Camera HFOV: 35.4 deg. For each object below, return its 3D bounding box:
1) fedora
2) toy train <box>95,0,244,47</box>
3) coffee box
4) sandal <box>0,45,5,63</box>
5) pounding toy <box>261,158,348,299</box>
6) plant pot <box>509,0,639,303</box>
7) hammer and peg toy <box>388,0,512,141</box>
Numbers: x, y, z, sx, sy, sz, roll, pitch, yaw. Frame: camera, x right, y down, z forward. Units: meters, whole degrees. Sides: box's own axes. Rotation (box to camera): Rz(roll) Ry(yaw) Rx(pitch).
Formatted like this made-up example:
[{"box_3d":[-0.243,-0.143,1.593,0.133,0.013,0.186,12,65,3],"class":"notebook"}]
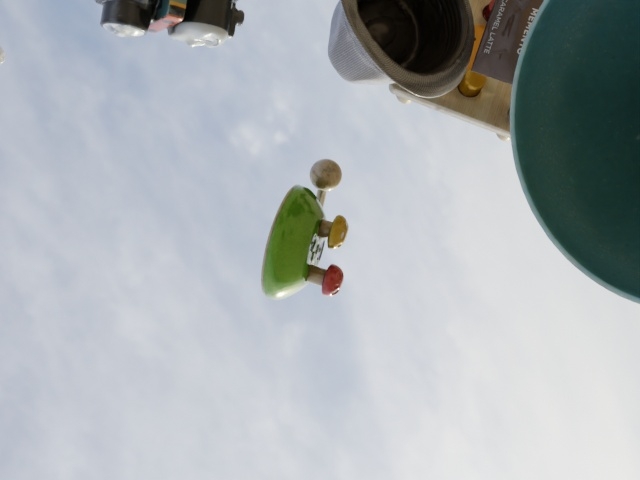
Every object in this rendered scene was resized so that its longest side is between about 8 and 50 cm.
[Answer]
[{"box_3d":[0.095,-0.302,1.424,0.244,0.124,0.275,46,-129,-15],"class":"fedora"},{"box_3d":[-0.154,-0.380,1.114,0.190,0.142,0.334,9,-95,-28],"class":"toy train"},{"box_3d":[0.297,-0.297,1.417,0.246,0.098,0.141,-38,-34,-68],"class":"coffee box"},{"box_3d":[-0.651,-0.309,1.716,0.416,0.169,0.102,-122,10,-72],"class":"sandal"},{"box_3d":[0.000,0.000,1.562,0.237,0.110,0.183,-60,-19,-48],"class":"pounding toy"},{"box_3d":[0.319,-0.095,0.761,0.195,0.290,0.290,-1,-107,-50],"class":"plant pot"},{"box_3d":[0.291,-0.357,1.682,0.265,0.127,0.361,22,-110,0],"class":"hammer and peg toy"}]
